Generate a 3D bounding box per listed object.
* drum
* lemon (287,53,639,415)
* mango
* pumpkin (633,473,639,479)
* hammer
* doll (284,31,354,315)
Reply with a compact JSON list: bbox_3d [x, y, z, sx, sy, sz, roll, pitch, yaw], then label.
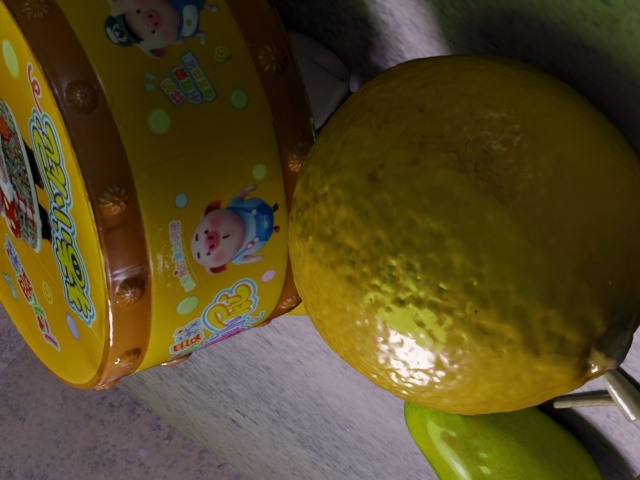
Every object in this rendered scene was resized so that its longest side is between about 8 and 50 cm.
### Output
[{"bbox_3d":[-0.188,-0.087,1.444,0.431,0.214,0.431,42,143,44],"label":"drum"},{"bbox_3d":[0.112,-0.004,1.201,0.293,0.293,0.293,37,162,14],"label":"lemon"},{"bbox_3d":[0.211,0.254,1.816,0.273,0.149,0.185,44,171,12],"label":"mango"},{"bbox_3d":[0.393,0.271,1.577,0.278,0.111,0.163,45,178,-16],"label":"pumpkin"},{"bbox_3d":[0.274,0.159,1.657,0.060,0.028,0.195,48,164,-5],"label":"hammer"},{"bbox_3d":[-0.007,-0.029,1.576,0.348,0.161,0.423,36,148,33],"label":"doll"}]
